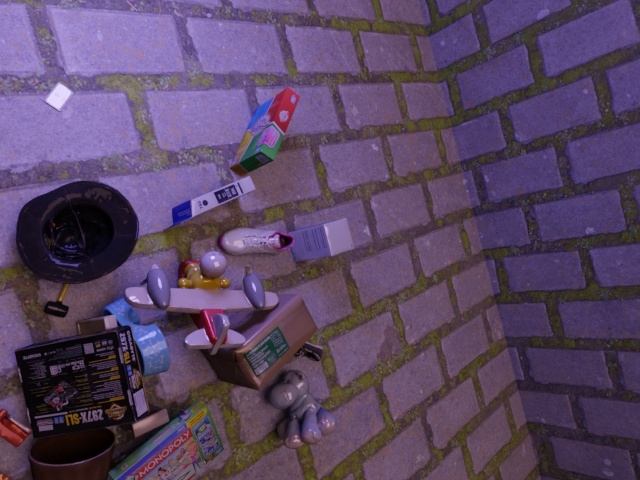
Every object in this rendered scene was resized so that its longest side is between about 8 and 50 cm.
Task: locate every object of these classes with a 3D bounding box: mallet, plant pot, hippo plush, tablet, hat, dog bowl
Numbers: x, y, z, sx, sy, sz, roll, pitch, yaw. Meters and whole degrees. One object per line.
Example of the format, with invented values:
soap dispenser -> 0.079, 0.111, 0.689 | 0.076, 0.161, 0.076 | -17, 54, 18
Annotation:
mallet -> -0.768, 0.144, 1.451 | 0.062, 0.039, 0.190 | 35, 58, -29
plant pot -> -0.693, 0.677, 1.327 | 0.215, 0.215, 0.231 | 0, 97, -40
hippo plush -> -0.063, 0.621, 1.824 | 0.294, 0.234, 0.237 | -30, 102, -39
tablet -> -0.836, -0.460, 1.517 | 0.054, 0.006, 0.083 | 36, 61, -30
hat -> -0.725, -0.013, 1.442 | 0.330, 0.134, 0.332 | 6, 72, -19
dog bowl -> -0.568, 0.292, 1.434 | 0.074, 0.297, 0.166 | -20, 136, -44

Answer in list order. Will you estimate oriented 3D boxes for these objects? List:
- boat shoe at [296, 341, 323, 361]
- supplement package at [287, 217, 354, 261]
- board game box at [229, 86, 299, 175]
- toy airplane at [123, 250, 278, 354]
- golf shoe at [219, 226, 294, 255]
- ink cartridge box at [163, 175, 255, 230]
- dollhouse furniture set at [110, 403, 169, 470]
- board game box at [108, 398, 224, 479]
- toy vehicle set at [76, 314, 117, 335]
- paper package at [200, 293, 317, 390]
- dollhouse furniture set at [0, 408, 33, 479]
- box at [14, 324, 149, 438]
boat shoe -> -0.069, 0.453, 1.954 | 0.206, 0.075, 0.065 | 25, 64, -39
supplement package -> 0.000, 0.000, 1.979 | 0.139, 0.244, 0.134 | -17, 93, -41
board game box -> -0.221, -0.426, 1.873 | 0.064, 0.242, 0.317 | 33, 62, -31
toy airplane -> -0.361, 0.172, 1.514 | 0.386, 0.383, 0.273 | -37, 146, -71
golf shoe -> -0.239, -0.002, 1.851 | 0.306, 0.140, 0.116 | -1, 84, -39
ink cartridge box -> -0.409, -0.138, 1.714 | 0.332, 0.165, 0.065 | -33, 103, -40
dollhouse furniture set -> -0.530, 0.649, 1.474 | 0.212, 0.160, 0.242 | -16, 93, -41
board game box -> -0.457, 0.671, 1.452 | 0.317, 0.046, 0.214 | -35, 127, -37
toy vehicle set -> -0.652, 0.362, 1.419 | 0.035, 0.165, 0.267 | -8, 88, -54
paper package -> -0.221, 0.345, 1.691 | 0.324, 0.309, 0.168 | -39, 107, -35
dollhouse furniture set -> -0.883, 0.567, 1.210 | 0.262, 0.135, 0.259 | 51, 55, -21
box -> -0.667, 0.394, 1.326 | 0.079, 0.321, 0.258 | -25, 102, -82
